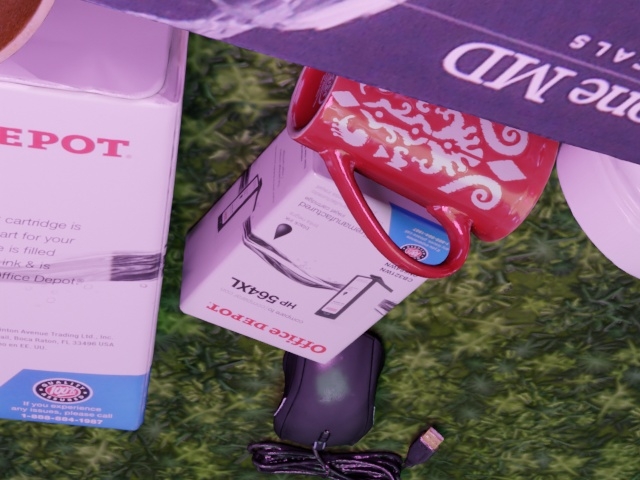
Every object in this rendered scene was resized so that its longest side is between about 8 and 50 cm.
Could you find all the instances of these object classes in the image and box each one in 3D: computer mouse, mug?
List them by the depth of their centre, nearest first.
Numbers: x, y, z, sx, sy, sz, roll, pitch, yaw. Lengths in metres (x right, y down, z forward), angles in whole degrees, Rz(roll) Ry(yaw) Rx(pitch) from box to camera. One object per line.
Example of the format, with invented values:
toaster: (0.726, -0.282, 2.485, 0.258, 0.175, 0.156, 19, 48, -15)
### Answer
mug: (0.069, -0.068, 0.995, 0.169, 0.150, 0.113, 24, 137, -19)
computer mouse: (0.038, 0.182, 1.363, 0.184, 0.060, 0.262, 10, 140, -9)

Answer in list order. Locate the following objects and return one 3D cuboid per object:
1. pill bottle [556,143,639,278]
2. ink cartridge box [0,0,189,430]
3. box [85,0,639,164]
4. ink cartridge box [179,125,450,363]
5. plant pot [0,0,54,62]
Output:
pill bottle: (0.310, -0.105, 0.915, 0.176, 0.176, 0.318, 26, 135, -27)
ink cartridge box: (-0.250, -0.041, 1.015, 0.285, 0.166, 0.395, 7, 141, -7)
box: (0.085, -0.288, 0.357, 0.479, 0.297, 0.472, 13, 146, -26)
ink cartridge box: (0.000, 0.000, 1.122, 0.148, 0.086, 0.203, 23, 135, -24)
plant pot: (-0.227, -0.243, 0.699, 0.237, 0.254, 0.237, 1, 141, 1)
